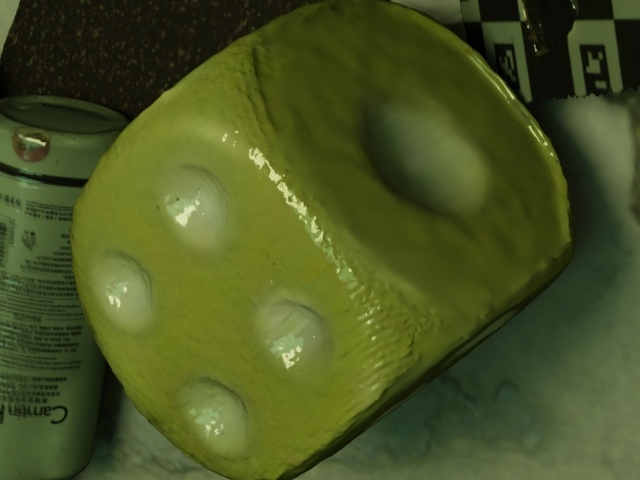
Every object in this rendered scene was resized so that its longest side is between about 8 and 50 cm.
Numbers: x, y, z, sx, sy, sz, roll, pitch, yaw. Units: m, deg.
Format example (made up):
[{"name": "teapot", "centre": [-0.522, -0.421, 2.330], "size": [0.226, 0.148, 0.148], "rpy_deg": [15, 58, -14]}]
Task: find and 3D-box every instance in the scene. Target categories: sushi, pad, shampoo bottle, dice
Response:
[{"name": "sushi", "centre": [0.109, -0.171, 0.688], "size": [0.192, 0.050, 0.215], "rpy_deg": [-172, 70, -72]}, {"name": "pad", "centre": [-0.087, -0.095, 0.872], "size": [0.220, 0.004, 0.330], "rpy_deg": [35, 116, 21]}, {"name": "shampoo bottle", "centre": [-0.164, 0.052, 0.897], "size": [0.085, 0.085, 0.262], "rpy_deg": [20, 111, 27]}, {"name": "dice", "centre": [0.000, 0.000, 0.725], "size": [0.166, 0.169, 0.169], "rpy_deg": [54, 134, 8]}]
